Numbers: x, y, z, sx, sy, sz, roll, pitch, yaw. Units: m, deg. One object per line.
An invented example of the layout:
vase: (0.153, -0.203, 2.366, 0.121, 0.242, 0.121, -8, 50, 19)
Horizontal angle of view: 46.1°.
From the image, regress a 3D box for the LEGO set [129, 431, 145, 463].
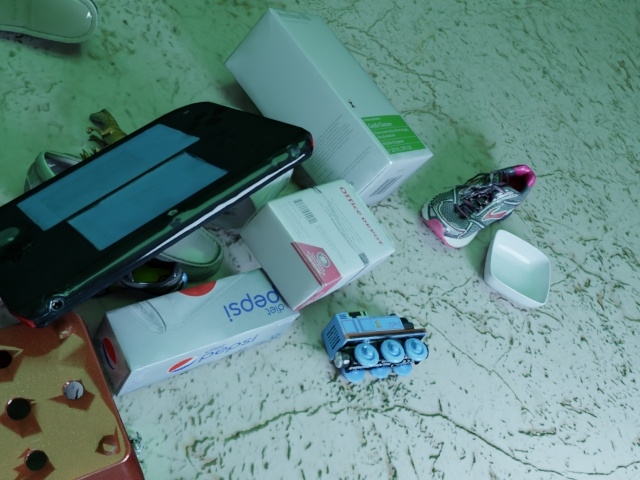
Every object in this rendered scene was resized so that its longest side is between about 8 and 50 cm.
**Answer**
LEGO set: (-0.257, 0.290, 0.998, 0.054, 0.023, 0.083, 13, 53, -22)

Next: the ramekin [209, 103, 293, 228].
ramekin: (-0.157, -0.111, 1.216, 0.207, 0.207, 0.109, 29, 58, -10)

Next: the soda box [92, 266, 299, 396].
soda box: (-0.179, 0.126, 1.110, 0.286, 0.091, 0.098, -15, 67, -36)

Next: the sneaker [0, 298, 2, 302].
sneaker: (-0.515, 0.018, 0.992, 0.225, 0.093, 0.088, 29, 49, -10)

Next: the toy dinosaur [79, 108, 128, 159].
toy dinosaur: (-0.322, -0.141, 1.231, 0.112, 0.064, 0.211, -28, 76, -41)

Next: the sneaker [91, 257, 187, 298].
sneaker: (-0.290, 0.044, 1.097, 0.188, 0.078, 0.067, 3, 56, -3)

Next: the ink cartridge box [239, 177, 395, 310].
ink cartridge box: (0.000, 0.000, 1.207, 0.218, 0.092, 0.158, -23, 74, -51)

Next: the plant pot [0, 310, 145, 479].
plant pot: (-0.342, 0.223, 0.841, 0.267, 0.236, 0.267, -16, 67, -31)

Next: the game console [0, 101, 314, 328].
game console: (-0.239, -0.059, 0.942, 0.386, 0.342, 0.060, -35, 118, -20)

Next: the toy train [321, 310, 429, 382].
toy train: (0.095, 0.170, 1.248, 0.184, 0.080, 0.105, -1, 54, -30)

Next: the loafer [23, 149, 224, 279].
loafer: (-0.291, -0.036, 1.143, 0.319, 0.111, 0.112, 23, 50, -14)

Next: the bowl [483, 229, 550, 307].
bowl: (0.387, 0.063, 1.502, 0.142, 0.053, 0.142, 29, 49, -9)

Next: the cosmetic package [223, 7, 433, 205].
cosmetic package: (0.014, -0.244, 1.406, 0.365, 0.155, 0.197, 53, 31, 10)

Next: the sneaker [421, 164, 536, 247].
sneaker: (0.319, -0.084, 1.525, 0.299, 0.112, 0.121, -28, 75, -39)

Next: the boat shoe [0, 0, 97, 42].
boat shoe: (-0.548, -0.430, 1.270, 0.340, 0.127, 0.113, 8, 30, -18)
